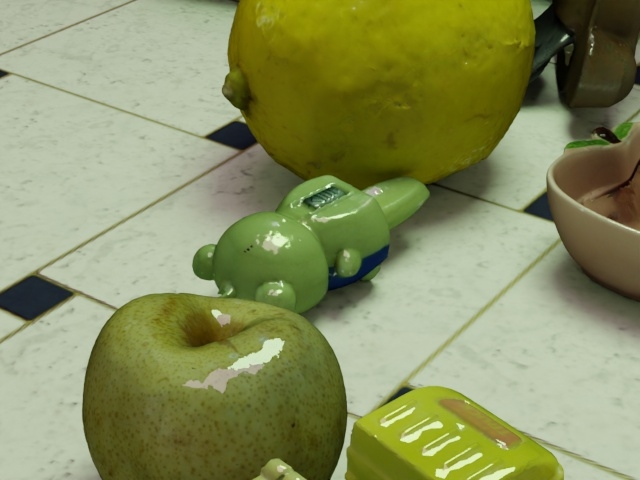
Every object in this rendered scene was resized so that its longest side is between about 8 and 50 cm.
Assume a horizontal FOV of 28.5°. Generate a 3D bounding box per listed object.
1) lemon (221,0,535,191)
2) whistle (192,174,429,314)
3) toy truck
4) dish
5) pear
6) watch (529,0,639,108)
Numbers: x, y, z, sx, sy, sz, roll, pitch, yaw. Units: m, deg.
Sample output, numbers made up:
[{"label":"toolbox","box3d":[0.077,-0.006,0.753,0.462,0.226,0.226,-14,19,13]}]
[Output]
[{"label":"lemon","box3d":[0.058,-0.167,1.129,0.284,0.261,0.260,8,23,-33]},{"label":"whistle","box3d":[0.000,0.000,1.004,0.227,0.085,0.105,-28,41,-37]},{"label":"toy truck","box3d":[0.008,0.172,0.642,0.272,0.157,0.124,-22,37,-32]},{"label":"dish","box3d":[0.286,-0.014,1.026,0.213,0.090,0.213,1,33,-1]},{"label":"pear","box3d":[-0.065,0.107,0.776,0.167,0.137,0.167,0,27,0]},{"label":"watch","box3d":[0.184,-0.323,1.306,0.326,0.335,0.314,14,28,0]}]
